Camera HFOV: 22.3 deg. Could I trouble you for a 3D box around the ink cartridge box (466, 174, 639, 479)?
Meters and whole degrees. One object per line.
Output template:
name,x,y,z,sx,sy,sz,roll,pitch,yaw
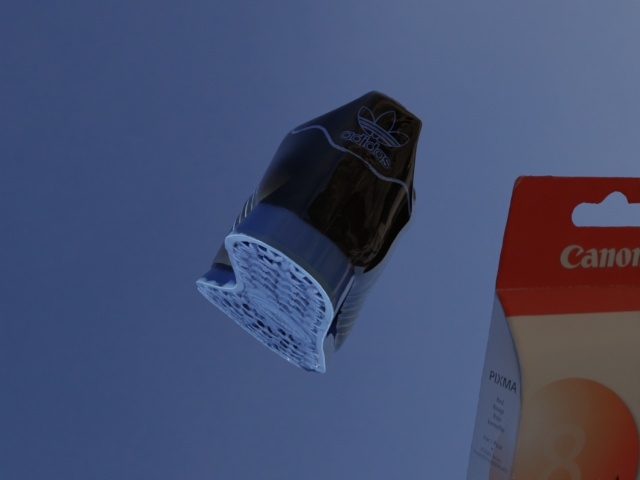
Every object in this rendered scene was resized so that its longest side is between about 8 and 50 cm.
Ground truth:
ink cartridge box,0.157,0.057,0.860,0.145,0.045,0.179,-1,-73,-31

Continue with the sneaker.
sneaker,0.000,0.000,0.763,0.090,0.081,0.232,-53,1,-14
